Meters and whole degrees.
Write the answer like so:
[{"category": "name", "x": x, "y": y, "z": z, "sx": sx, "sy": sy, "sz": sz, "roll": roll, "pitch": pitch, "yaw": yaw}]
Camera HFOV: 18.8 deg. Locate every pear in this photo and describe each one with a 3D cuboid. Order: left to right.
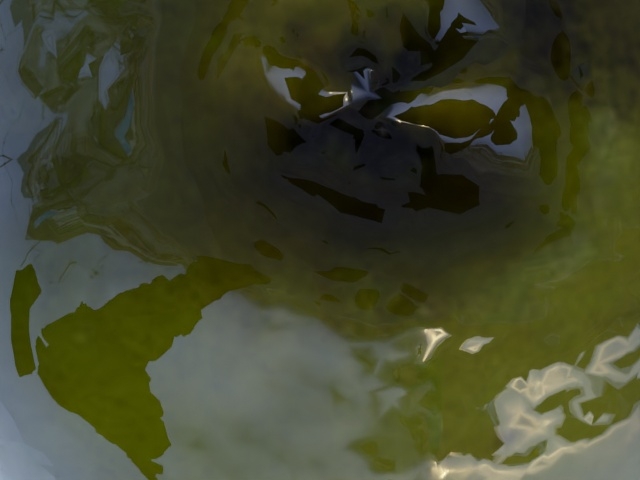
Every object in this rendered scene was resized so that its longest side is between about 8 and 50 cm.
[{"category": "pear", "x": 0.000, "y": 0.000, "z": 0.649, "sx": 0.287, "sy": 0.375, "sz": 0.287, "roll": 3, "pitch": -102, "yaw": -13}]
